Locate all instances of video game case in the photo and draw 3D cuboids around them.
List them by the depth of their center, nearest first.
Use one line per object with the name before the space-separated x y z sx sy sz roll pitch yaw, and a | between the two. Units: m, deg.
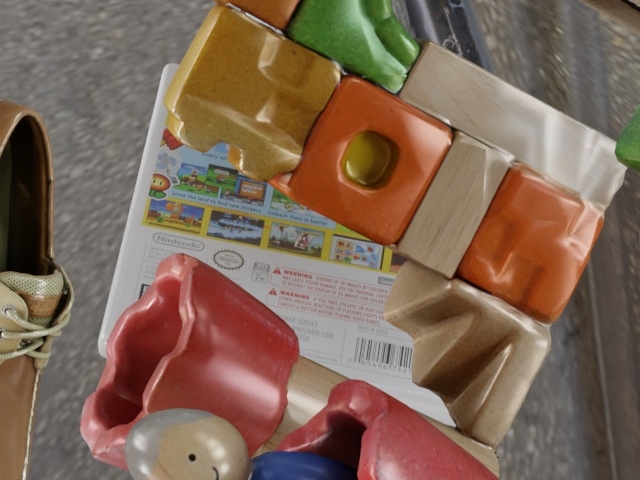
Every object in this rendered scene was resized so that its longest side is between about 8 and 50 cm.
video game case | 0.000 0.000 1.147 0.227 0.026 0.206 11 55 -2

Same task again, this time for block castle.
block castle | 0.084 -0.086 0.652 0.213 0.303 0.453 27 91 -20

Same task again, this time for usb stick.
usb stick | 0.059 -0.150 1.122 0.045 0.278 0.077 -6 141 -8

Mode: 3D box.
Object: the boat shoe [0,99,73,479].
boat shoe | -0.257 0.045 1.499 0.120 0.123 0.324 -1 95 35
